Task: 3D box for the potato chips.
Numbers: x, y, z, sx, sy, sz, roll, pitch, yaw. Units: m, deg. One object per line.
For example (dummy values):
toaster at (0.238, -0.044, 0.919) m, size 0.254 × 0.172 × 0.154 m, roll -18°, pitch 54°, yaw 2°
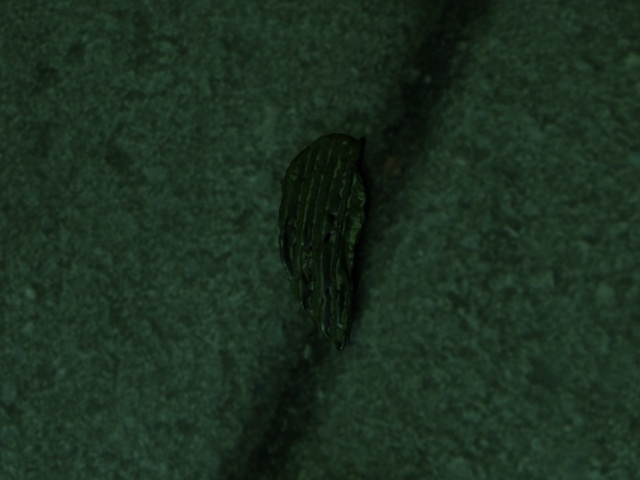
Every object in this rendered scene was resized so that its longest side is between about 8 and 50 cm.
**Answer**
potato chips at (0.000, 0.000, 1.791) m, size 0.092 × 0.028 × 0.207 m, roll 0°, pitch 83°, yaw 28°
